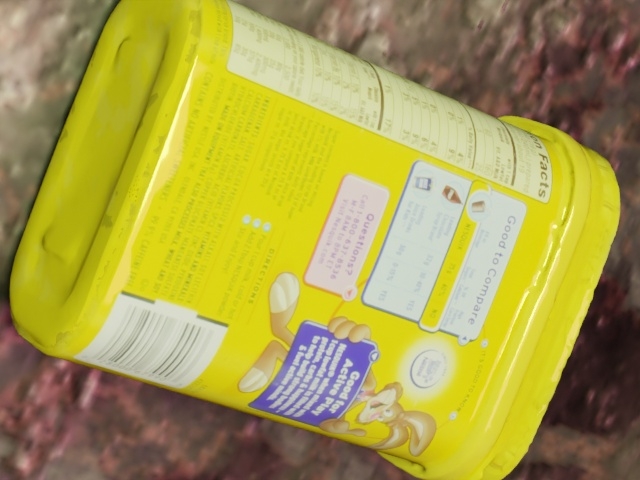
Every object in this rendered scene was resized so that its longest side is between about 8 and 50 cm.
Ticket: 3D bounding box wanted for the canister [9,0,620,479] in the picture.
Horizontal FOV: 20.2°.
[{"bbox_3d":[0.000,0.000,0.574,0.170,0.073,0.126,20,93,-34],"label":"canister"}]
